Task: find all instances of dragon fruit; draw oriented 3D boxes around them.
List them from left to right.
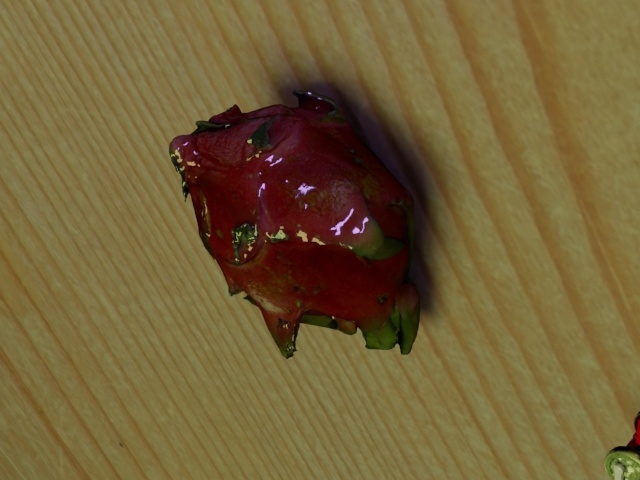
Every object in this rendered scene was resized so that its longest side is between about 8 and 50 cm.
[{"bbox_3d":[-0.017,-0.002,1.330,0.200,0.198,0.269,16,149,22],"label":"dragon fruit"}]

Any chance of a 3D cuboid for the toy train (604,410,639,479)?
[{"bbox_3d":[0.301,0.213,1.267,0.131,0.083,0.204,23,138,28],"label":"toy train"}]
